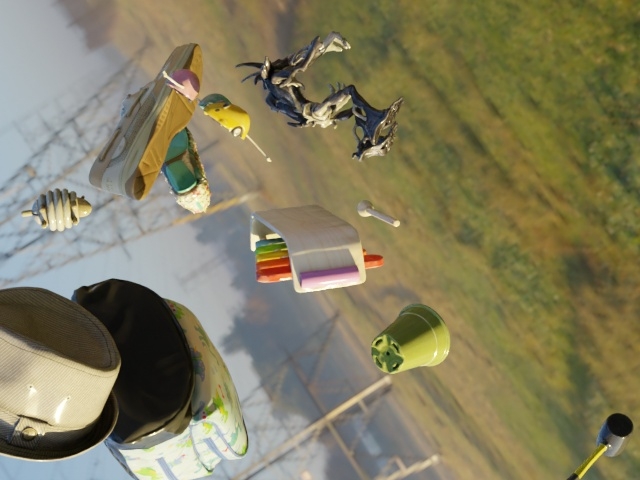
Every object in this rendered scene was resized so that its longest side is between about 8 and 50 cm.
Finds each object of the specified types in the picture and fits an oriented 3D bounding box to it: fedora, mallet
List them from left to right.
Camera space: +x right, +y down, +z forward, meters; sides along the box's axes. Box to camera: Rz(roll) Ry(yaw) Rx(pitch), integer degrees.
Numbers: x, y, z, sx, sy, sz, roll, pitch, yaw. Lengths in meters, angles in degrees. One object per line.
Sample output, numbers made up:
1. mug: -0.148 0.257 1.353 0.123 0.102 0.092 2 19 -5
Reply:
1. fedora: -0.350 0.138 1.341 0.275 0.124 0.244 25 -155 -20
2. mallet: 0.324 0.296 1.415 0.039 0.189 0.062 39 161 23

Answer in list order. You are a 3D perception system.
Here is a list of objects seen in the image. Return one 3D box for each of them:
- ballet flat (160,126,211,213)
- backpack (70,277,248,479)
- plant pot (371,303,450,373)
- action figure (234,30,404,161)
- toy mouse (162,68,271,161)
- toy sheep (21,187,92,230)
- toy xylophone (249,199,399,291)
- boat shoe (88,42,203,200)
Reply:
1. ballet flat: -0.263 -0.134 2.153 0.241 0.091 0.077 -109 -8 -47
2. backpack: -0.247 0.253 1.773 0.355 0.273 0.290 98 153 -50
3. plant pot: 0.105 0.129 1.404 0.083 0.079 0.083 15 114 38
4. action figure: 0.004 -0.241 1.813 0.275 0.141 0.164 31 158 18
5. toy mouse: -0.134 -0.167 1.329 0.161 0.031 0.143 36 -178 -36
6. toy sheep: -0.503 -0.058 2.145 0.091 0.132 0.091 178 90 -78
7. toy xylophone: 0.000 0.000 1.838 0.323 0.236 0.081 -124 29 -75
8. boat shoe: -0.316 -0.233 2.061 0.110 0.341 0.122 15 150 15
